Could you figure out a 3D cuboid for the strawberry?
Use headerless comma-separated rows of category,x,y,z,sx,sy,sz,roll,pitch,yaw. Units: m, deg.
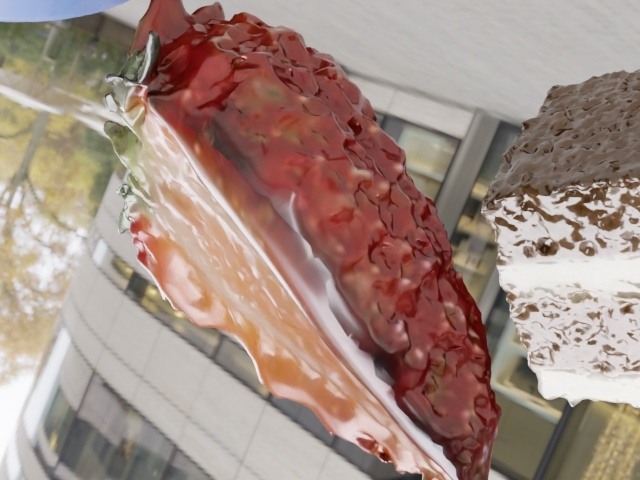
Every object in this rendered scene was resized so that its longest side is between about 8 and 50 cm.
strawberry,0.004,-0.006,0.398,0.228,0.098,0.174,38,150,28

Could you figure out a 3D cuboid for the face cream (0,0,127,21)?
face cream,-0.164,-0.271,0.463,0.249,0.225,0.249,14,-135,-15

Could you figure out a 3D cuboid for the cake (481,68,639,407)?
cake,0.172,-0.001,0.478,0.135,0.147,0.135,-6,-151,40
